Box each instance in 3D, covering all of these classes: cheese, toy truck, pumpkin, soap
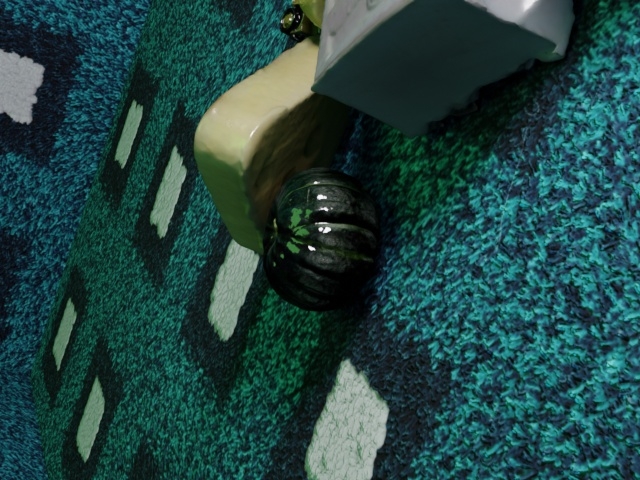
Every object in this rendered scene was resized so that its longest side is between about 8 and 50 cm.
[{"bbox_3d":[-0.070,-0.122,1.721,0.384,0.104,0.384,-53,-23,-33],"label":"cheese"},{"bbox_3d":[0.019,-0.465,1.884,0.127,0.127,0.257,0,76,51],"label":"toy truck"},{"bbox_3d":[0.000,0.000,1.584,0.220,0.162,0.220,-165,90,-78],"label":"pumpkin"},{"bbox_3d":[0.164,-0.408,1.418,0.350,0.213,0.435,-31,47,60],"label":"soap"}]

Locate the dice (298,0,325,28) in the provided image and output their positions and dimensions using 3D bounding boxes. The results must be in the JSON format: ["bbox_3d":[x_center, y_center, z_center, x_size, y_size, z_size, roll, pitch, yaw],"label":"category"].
[{"bbox_3d":[0.069,-0.430,1.683,0.166,0.169,0.169,-47,35,46],"label":"dice"}]
